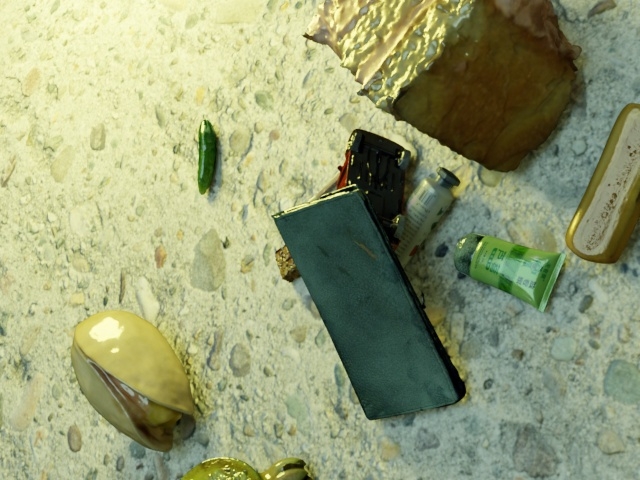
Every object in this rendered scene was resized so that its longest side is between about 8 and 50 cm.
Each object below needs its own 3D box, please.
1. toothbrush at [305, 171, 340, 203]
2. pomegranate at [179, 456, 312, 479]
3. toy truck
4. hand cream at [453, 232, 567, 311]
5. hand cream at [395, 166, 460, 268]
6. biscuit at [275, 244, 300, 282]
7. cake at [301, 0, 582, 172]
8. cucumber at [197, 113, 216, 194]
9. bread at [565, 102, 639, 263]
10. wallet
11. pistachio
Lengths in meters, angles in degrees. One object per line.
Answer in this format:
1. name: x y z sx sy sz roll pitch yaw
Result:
1. toothbrush: 0.037 -0.118 2.000 0.194 0.017 0.014 -45 47 22
2. pomegranate: -0.135 0.454 1.871 0.190 0.159 0.241 18 59 33
3. toy truck: 0.076 -0.069 1.855 0.252 0.107 0.114 -82 16 -47
4. hand cream: 0.286 0.039 1.731 0.175 0.046 0.095 21 87 39
5. hand cream: 0.135 -0.001 1.863 0.276 0.059 0.095 -54 44 17
6. biscuit: 0.000 0.000 1.978 0.199 0.034 0.064 -36 56 25
7. cake: 0.207 -0.309 1.747 0.293 0.314 0.307 -50 43 12
8. cucumber: -0.224 -0.172 2.212 0.039 0.039 0.168 -10 72 36
9. bread: 0.437 -0.079 1.631 0.092 0.074 0.239 26 94 25
10. wallet: 0.074 0.103 1.745 0.191 0.046 0.379 -18 102 38
11. pistachio: -0.353 0.252 2.078 0.299 0.187 0.187 43 103 34
